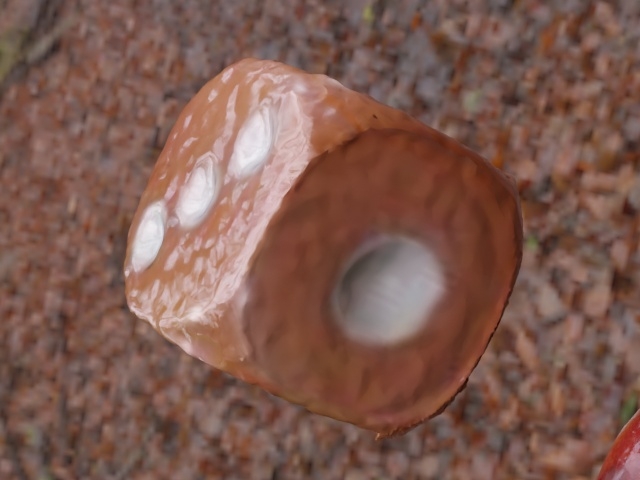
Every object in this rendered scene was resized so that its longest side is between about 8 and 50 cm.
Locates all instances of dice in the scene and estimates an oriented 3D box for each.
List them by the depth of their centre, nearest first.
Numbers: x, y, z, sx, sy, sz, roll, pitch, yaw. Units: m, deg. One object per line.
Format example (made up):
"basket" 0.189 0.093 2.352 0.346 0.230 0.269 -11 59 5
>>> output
"dice" 0.000 0.000 0.933 0.174 0.175 0.179 -64 28 3

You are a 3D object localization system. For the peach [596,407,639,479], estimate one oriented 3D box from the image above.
"peach" 0.321 0.228 1.293 0.199 0.243 0.244 -125 48 -79
